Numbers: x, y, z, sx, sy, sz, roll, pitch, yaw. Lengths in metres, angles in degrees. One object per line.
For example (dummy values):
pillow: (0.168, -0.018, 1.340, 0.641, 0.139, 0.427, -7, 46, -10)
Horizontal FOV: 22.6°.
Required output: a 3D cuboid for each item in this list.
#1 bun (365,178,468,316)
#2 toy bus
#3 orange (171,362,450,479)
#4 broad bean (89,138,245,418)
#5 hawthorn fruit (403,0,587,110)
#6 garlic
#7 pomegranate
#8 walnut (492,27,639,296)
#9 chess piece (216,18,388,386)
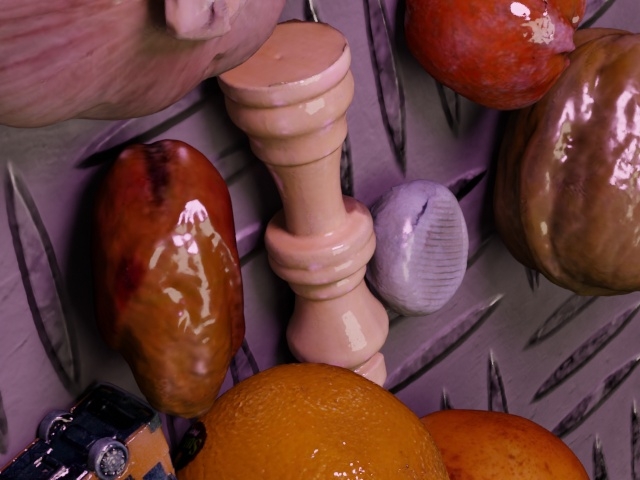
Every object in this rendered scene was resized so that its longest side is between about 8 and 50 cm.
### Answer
bun: (0.085, 0.006, 1.565, 0.141, 0.083, 0.140, -23, 118, -54)
toy bus: (-0.207, 0.213, 1.321, 0.182, 0.091, 0.103, -42, 132, -27)
orange: (-0.009, 0.245, 1.420, 0.274, 0.274, 0.274, -21, 120, -41)
broad bean: (-0.126, 0.033, 1.304, 0.122, 0.156, 0.228, -5, 107, -12)
hawthorn fruit: (0.161, -0.210, 1.503, 0.173, 0.173, 0.172, -21, 120, -41)
garlic: (-0.157, -0.229, 1.113, 0.322, 0.241, 0.321, 10, 76, -47)
pomegranate: (0.151, 0.298, 1.633, 0.264, 0.264, 0.264, -21, 120, -41)
walnut: (0.302, -0.077, 1.655, 0.283, 0.227, 0.282, -9, 106, -35)
chess piece: (0.000, 0.000, 1.452, 0.117, 0.117, 0.397, -37, 132, -32)
